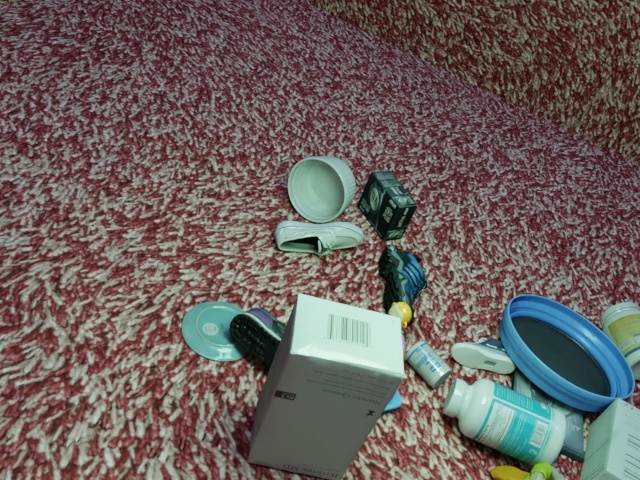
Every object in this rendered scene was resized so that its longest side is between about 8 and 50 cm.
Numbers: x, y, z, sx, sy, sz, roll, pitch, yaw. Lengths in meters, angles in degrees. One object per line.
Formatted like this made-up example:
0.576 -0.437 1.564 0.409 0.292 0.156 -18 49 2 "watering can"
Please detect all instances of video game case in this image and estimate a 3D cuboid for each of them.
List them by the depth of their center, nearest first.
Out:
0.599 0.428 1.659 0.196 0.026 0.274 24 38 3 "video game case"

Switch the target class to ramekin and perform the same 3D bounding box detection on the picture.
0.012 -0.166 1.949 0.207 0.207 0.109 35 32 17 "ramekin"

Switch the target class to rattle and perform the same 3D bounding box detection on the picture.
0.492 0.601 1.411 0.199 0.143 0.130 54 28 -17 "rattle"

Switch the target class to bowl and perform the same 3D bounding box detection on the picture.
0.677 0.310 1.748 0.391 0.077 0.391 19 32 -12 "bowl"

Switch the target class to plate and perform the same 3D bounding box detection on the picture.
-0.243 0.213 1.529 0.188 0.024 0.188 13 40 -11 "plate"

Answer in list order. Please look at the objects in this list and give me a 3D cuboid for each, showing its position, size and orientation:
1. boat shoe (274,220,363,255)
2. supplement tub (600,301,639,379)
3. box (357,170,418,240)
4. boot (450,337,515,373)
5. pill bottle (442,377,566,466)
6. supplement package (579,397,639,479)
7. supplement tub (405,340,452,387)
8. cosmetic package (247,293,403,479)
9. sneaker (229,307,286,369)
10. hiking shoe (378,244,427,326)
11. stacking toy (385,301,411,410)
0.000 0.000 1.832 0.268 0.096 0.088 7 45 -15 "boat shoe"
0.934 0.297 1.865 0.144 0.144 0.199 9 41 -14 "supplement tub"
0.212 -0.113 2.014 0.078 0.147 0.180 -7 47 -31 "box"
0.435 0.301 1.708 0.190 0.069 0.086 21 31 -14 "boot"
0.430 0.422 1.487 0.264 0.146 0.146 23 39 8 "pill bottle"
0.727 0.531 1.507 0.134 0.139 0.244 30 41 12 "supplement package"
0.276 0.316 1.606 0.071 0.071 0.107 -19 52 -39 "supplement tub"
0.001 0.304 1.249 0.217 0.385 0.156 13 38 -6 "cosmetic package"
-0.076 0.260 1.490 0.283 0.107 0.124 44 24 12 "sneaker"
0.251 0.125 1.783 0.132 0.113 0.304 12 40 -11 "hiking shoe"
0.137 0.250 1.435 0.166 0.301 0.175 0 44 -25 "stacking toy"
